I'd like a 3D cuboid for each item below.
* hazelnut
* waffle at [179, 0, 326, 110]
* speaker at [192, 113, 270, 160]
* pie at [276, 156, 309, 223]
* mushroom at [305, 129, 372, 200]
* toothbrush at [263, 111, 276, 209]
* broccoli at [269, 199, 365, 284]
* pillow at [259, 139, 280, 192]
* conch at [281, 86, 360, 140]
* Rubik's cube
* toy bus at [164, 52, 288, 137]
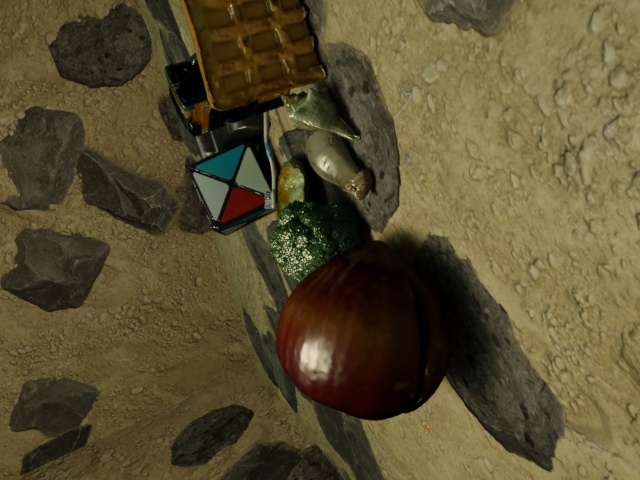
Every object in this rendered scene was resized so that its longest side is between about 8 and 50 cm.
[{"bbox_3d":[0.083,0.215,1.459,0.429,0.402,0.402,-144,36,-68],"label":"hazelnut"},{"bbox_3d":[-0.171,-0.504,1.479,0.077,0.304,0.348,14,122,68],"label":"waffle"},{"bbox_3d":[-0.324,-0.399,2.195,0.180,0.184,0.388,68,160,1],"label":"speaker"},{"bbox_3d":[-0.077,-0.113,1.910,0.257,0.105,0.274,-109,18,-59],"label":"pie"},{"bbox_3d":[0.041,-0.184,1.572,0.225,0.093,0.116,61,140,35],"label":"mushroom"},{"bbox_3d":[-0.155,-0.287,1.931,0.040,0.040,0.386,170,99,-71],"label":"toothbrush"},{"bbox_3d":[0.000,0.000,1.725,0.270,0.270,0.270,-61,-46,-73],"label":"broccoli"},{"bbox_3d":[-0.165,-0.240,2.165,0.130,0.033,0.217,150,97,-78],"label":"pillow"},{"bbox_3d":[-0.015,-0.322,1.533,0.234,0.137,0.114,27,110,51],"label":"conch"},{"bbox_3d":[-0.295,-0.179,2.184,0.246,0.250,0.248,102,143,-86],"label":"Rubik's cube"},{"bbox_3d":[-0.255,-0.432,1.757,0.162,0.323,0.194,62,163,17],"label":"toy bus"}]
